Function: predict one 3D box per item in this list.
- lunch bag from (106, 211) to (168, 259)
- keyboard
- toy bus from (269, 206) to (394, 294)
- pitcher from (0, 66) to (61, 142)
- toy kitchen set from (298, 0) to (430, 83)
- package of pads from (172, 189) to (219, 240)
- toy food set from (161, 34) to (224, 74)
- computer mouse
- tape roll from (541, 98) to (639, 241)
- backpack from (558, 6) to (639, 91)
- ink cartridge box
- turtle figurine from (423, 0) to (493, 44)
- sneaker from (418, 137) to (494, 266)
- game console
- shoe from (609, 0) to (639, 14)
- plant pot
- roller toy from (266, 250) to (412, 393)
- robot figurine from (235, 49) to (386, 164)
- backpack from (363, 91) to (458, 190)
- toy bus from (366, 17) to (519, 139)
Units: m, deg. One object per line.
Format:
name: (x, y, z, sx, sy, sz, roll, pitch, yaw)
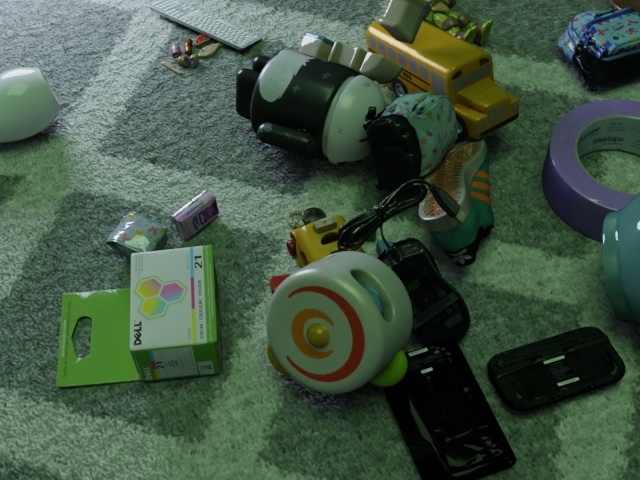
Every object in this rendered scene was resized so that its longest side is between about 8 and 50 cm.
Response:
lunch bag: (-0.310, -0.004, 1.548, 0.083, 0.053, 0.071, 25, 58, 7)
keyboard: (-0.245, -0.461, 1.923, 0.256, 0.014, 0.072, 28, 47, 21)
toy bus: (0.010, 0.007, 1.499, 0.202, 0.104, 0.191, 16, 53, 12)
pitcher: (-0.605, -0.250, 1.714, 0.207, 0.125, 0.178, -29, 41, -7)
toy kitchen set: (0.094, -0.386, 1.703, 0.207, 0.122, 0.166, 27, 96, 40)
package of pads: (-0.215, -0.044, 1.577, 0.032, 0.050, 0.083, 32, 59, 29)
toy food set: (-0.265, -0.390, 1.870, 0.078, 0.019, 0.122, 32, 59, 24)
computer mouse: (0.165, 0.029, 1.423, 0.184, 0.060, 0.262, -41, 100, 3)
tape roll: (0.534, -0.123, 1.602, 0.275, 0.090, 0.275, 0, 52, 0)
backpack: (0.563, -0.397, 1.801, 0.158, 0.117, 0.173, -16, 50, -12)
ink cartridge box: (-0.287, 0.119, 1.422, 0.255, 0.097, 0.189, -5, 52, -4)
turtle figurine: (0.230, -0.468, 1.867, 0.217, 0.087, 0.269, 40, 29, 21)
sneaker: (0.241, -0.068, 1.566, 0.108, 0.121, 0.302, -14, 27, 27)
game console: (0.287, 0.226, 1.363, 0.361, 0.044, 0.213, -16, 55, -10)
shoe: (0.667, -0.481, 1.908, 0.076, 0.058, 0.219, -33, 47, 15)
plant pot: (0.544, 0.030, 1.386, 0.196, 0.293, 0.293, -8, 47, 28)
roller toy: (0.023, 0.119, 1.335, 0.209, 0.191, 0.146, 11, 18, 27)
robot figurine: (-0.017, -0.240, 1.656, 0.278, 0.173, 0.209, 22, 83, 17)
backpack: (0.161, -0.183, 1.586, 0.115, 0.152, 0.182, 9, 35, 28)
toy bus: (0.224, -0.313, 1.710, 0.108, 0.130, 0.333, -27, 41, -19)
